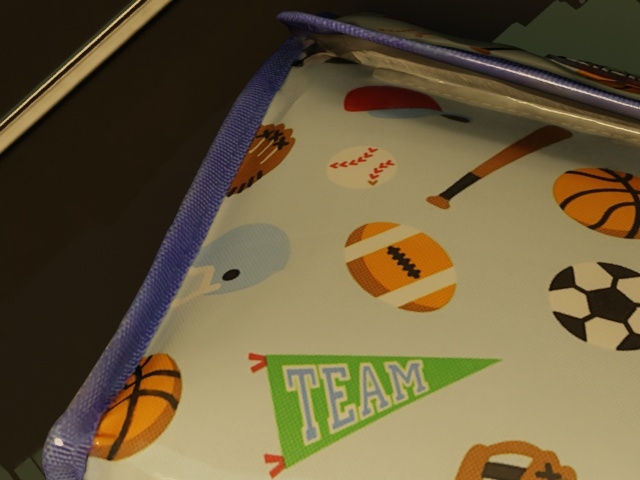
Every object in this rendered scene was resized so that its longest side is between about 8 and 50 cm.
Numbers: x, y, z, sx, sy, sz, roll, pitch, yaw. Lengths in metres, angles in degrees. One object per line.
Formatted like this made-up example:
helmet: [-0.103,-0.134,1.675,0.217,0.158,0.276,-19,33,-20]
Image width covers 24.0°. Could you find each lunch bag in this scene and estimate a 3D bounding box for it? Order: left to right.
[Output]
lunch bag: [0.101,0.046,0.670,0.327,0.239,0.385,16,42,10]
